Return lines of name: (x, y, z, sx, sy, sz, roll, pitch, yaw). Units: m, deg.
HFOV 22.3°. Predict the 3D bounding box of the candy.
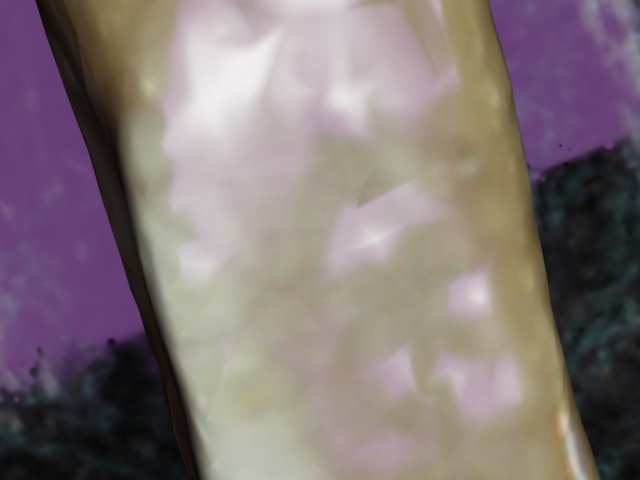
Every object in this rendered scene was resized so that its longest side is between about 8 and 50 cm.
candy: (0.000, 0.000, 0.412, 0.104, 0.102, 0.234, -17, 111, -5)
